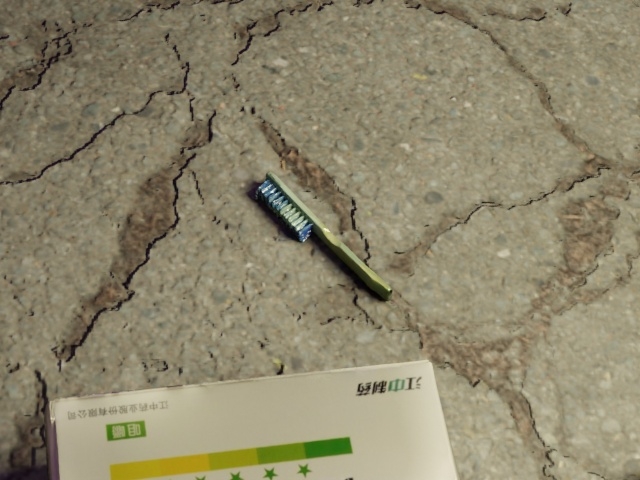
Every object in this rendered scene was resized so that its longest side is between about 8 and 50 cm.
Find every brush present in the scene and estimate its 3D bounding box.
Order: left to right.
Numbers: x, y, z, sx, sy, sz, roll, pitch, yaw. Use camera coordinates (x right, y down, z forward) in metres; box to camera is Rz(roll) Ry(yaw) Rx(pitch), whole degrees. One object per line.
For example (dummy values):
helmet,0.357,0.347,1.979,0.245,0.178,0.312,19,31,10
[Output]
brush,0.001,0.000,1.257,0.030,0.033,0.178,-38,70,-20

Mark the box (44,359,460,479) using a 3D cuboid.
box,-0.049,0.215,1.048,0.333,0.145,0.173,-4,61,-11
